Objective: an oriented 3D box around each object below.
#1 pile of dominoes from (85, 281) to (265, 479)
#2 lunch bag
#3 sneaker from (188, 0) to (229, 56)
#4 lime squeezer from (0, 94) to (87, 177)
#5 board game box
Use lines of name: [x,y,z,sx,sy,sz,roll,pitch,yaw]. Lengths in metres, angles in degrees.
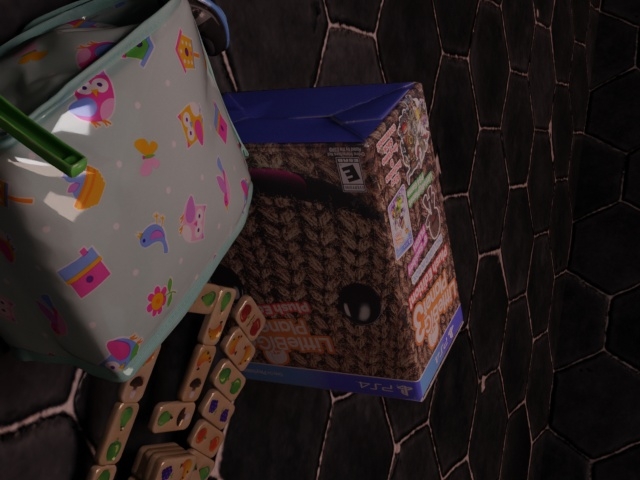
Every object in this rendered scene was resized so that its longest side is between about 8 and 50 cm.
pile of dominoes: [-0.120,0.163,0.848,0.196,0.040,0.251,16,95,-62]
lunch bag: [-0.162,-0.062,0.707,0.262,0.160,0.223,-53,136,-40]
sneaker: [-0.152,-0.209,0.835,0.188,0.067,0.078,17,98,-64]
lime squeezer: [-0.250,-0.158,0.535,0.310,0.110,0.059,58,31,-11]
board game box: [0.000,0.000,0.942,0.141,0.232,0.291,-51,135,-48]
